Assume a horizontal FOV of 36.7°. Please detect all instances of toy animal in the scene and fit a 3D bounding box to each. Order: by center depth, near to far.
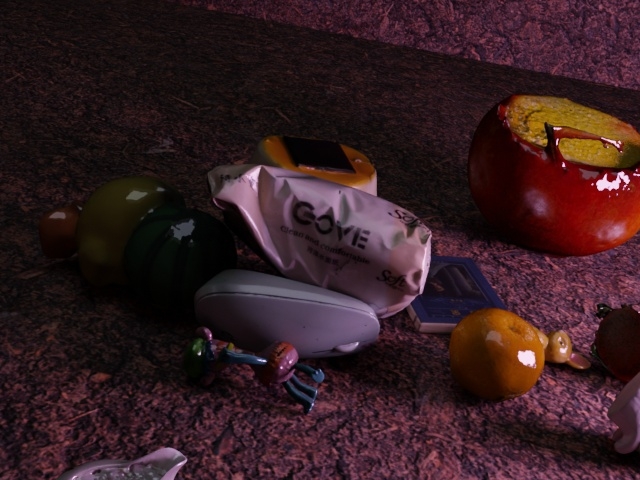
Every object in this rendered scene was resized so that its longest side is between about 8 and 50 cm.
[{"bbox_3d":[-0.098,0.184,1.406,0.208,0.100,0.103,18,-8,10],"label":"toy animal"},{"bbox_3d":[0.523,0.299,1.407,0.221,0.131,0.104,39,-5,4],"label":"toy animal"},{"bbox_3d":[0.378,0.177,1.620,0.159,0.070,0.083,14,23,-1],"label":"toy animal"},{"bbox_3d":[-0.293,-0.006,1.624,0.338,0.191,0.216,24,28,28],"label":"toy animal"}]

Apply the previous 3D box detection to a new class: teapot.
[{"bbox_3d":[-0.250,0.313,1.088,0.145,0.092,0.226,26,31,38],"label":"teapot"}]

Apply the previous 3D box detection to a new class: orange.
[{"bbox_3d":[0.272,0.181,1.512,0.155,0.134,0.154,21,38,-17],"label":"orange"}]

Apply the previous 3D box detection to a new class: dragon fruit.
[{"bbox_3d":[0.530,0.190,1.602,0.175,0.138,0.142,31,60,-21],"label":"dragon fruit"}]

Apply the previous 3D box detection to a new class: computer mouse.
[{"bbox_3d":[-0.056,0.131,1.485,0.288,0.159,0.097,16,56,1],"label":"computer mouse"}]

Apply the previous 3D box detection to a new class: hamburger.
[{"bbox_3d":[-0.026,-0.093,1.919,0.294,0.179,0.276,3,28,-20],"label":"hamburger"}]

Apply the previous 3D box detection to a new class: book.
[{"bbox_3d":[0.234,0.095,1.786,0.191,0.025,0.269,3,26,-13],"label":"book"}]

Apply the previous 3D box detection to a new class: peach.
[{"bbox_3d":[0.502,-0.122,2.012,0.406,0.310,0.335,7,29,-21],"label":"peach"}]

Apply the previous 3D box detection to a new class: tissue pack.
[{"bbox_3d":[0.000,0.000,1.582,0.376,0.195,0.390,20,-4,1],"label":"tissue pack"}]
